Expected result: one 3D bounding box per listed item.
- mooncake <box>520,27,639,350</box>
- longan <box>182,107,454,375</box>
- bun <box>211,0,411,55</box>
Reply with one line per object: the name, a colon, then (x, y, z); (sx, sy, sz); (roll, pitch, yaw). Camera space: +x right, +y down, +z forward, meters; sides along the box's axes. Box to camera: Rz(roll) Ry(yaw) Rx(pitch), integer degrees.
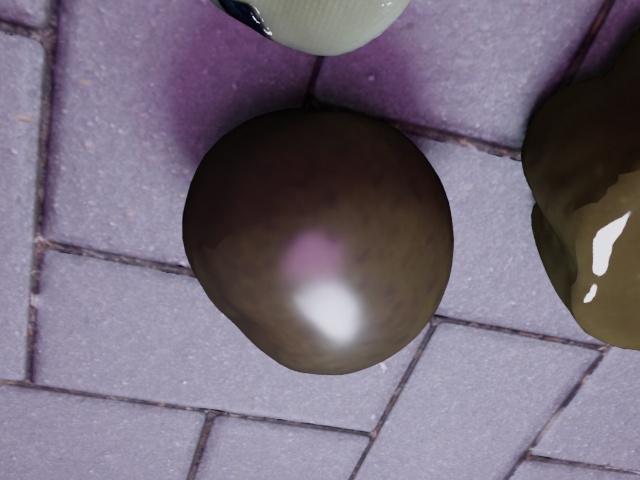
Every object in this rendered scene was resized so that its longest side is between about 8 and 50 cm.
mooncake: (0.510, -0.064, 0.910); (0.467, 0.262, 0.466); (-3, 128, -4)
longan: (0.000, 0.000, 0.900); (0.361, 0.361, 0.360); (-2, 127, -2)
bun: (-0.010, -0.345, 0.716); (0.283, 0.179, 0.283); (13, 145, 9)
